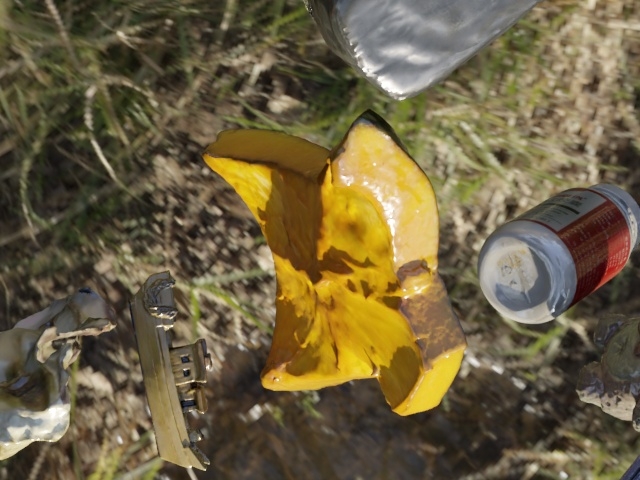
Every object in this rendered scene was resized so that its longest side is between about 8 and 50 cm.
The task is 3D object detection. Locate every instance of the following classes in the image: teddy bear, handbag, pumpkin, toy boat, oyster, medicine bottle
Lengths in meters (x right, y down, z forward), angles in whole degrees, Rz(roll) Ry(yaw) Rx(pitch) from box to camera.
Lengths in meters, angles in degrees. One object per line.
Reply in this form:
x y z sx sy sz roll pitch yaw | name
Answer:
0.471 0.158 1.937 0.151 0.267 0.236 27 65 -11 | teddy bear
0.099 -0.269 1.324 0.254 0.181 0.181 -40 123 8 | handbag
0.016 0.019 1.146 0.095 0.290 0.258 -24 104 -26 | pumpkin
-0.146 0.134 1.470 0.072 0.064 0.206 -12 92 -1 | toy boat
-0.273 0.105 1.201 0.275 0.271 0.100 -8 110 25 | oyster
0.307 0.010 1.809 0.250 0.131 0.131 -27 114 -49 | medicine bottle

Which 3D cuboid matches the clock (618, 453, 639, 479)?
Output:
0.399 0.305 1.646 0.073 0.193 0.145 29 117 -2 | clock
